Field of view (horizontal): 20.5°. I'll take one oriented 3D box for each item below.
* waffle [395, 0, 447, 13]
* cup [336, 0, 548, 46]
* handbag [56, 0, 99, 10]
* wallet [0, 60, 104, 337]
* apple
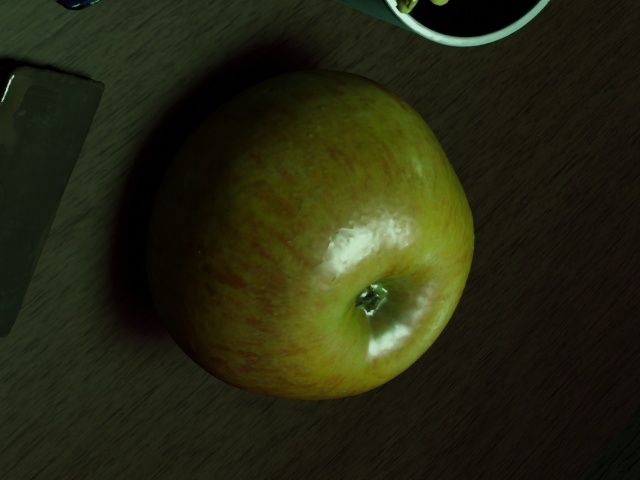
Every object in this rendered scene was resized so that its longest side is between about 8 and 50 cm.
[{"bbox_3d":[0.096,-0.351,1.687,0.250,0.056,0.261,-34,118,-18],"label":"waffle"},{"bbox_3d":[0.053,-0.364,1.879,0.331,0.311,0.257,1,106,-31],"label":"cup"},{"bbox_3d":[-0.231,-0.316,1.694,0.162,0.113,0.260,-21,157,22],"label":"handbag"},{"bbox_3d":[-0.334,-0.039,1.878,0.165,0.042,0.310,9,108,-59],"label":"wallet"},{"bbox_3d":[0.000,0.000,2.110,0.400,0.333,0.400,-37,142,-36],"label":"apple"}]
